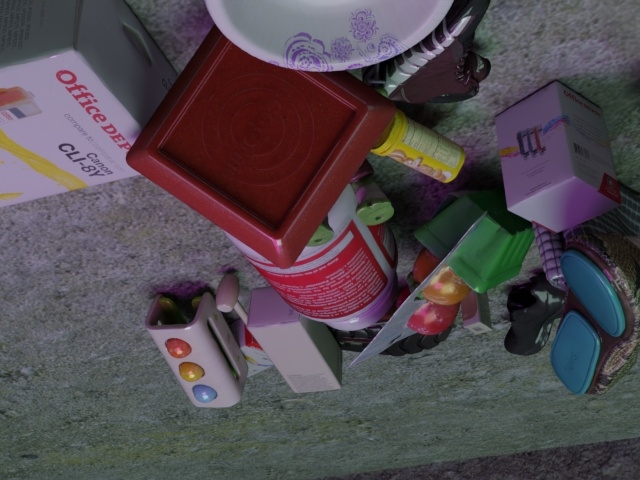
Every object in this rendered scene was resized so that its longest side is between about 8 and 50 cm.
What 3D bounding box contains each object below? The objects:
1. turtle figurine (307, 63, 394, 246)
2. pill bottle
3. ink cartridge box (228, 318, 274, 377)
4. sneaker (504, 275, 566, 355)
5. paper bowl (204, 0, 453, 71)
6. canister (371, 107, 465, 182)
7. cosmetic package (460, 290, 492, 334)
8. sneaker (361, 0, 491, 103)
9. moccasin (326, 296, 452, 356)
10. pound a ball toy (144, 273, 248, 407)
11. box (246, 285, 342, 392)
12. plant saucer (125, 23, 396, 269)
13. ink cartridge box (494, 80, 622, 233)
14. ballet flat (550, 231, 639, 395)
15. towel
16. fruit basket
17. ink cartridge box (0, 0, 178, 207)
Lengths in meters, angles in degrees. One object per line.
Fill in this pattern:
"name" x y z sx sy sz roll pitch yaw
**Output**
"turtle figurine" -0.009 -0.148 1.223 0.198 0.266 0.274 -8 156 -24
"pill bottle" 0.000 0.000 1.546 0.229 0.229 0.407 -12 150 14
"ink cartridge box" -0.154 0.240 2.118 0.134 0.078 0.231 23 141 -39
"sneaker" 0.462 0.157 2.031 0.130 0.109 0.286 10 139 -11
"paper bowl" 0.009 -0.332 1.032 0.284 0.148 0.284 -3 151 -2
"canister" 0.126 -0.154 1.397 0.170 0.126 0.073 20 100 -40
"cosmetic package" 0.328 0.135 1.942 0.041 0.115 0.060 -21 145 31
"sneaker" 0.184 -0.268 1.235 0.163 0.106 0.281 5 161 -25
"moccasin" 0.093 0.169 1.974 0.380 0.147 0.139 -4 137 8
"pound a ball toy" -0.235 0.226 1.943 0.208 0.135 0.319 -3 135 18
"box" -0.045 0.199 1.818 0.113 0.094 0.275 -7 142 15
"plant saucer" -0.077 -0.136 1.152 0.259 0.258 0.048 34 -179 1
"ink cartridge box" 0.364 -0.127 1.413 0.128 0.176 0.127 21 145 -36
"ballet flat" 0.460 0.093 1.418 0.182 0.164 0.483 -31 150 -8
"towel" 0.484 -0.004 1.592 0.284 0.235 0.121 23 136 -39
"fruit basket" 0.211 0.063 1.620 0.353 0.165 0.327 -47 164 26
"ink cartridge box" -0.420 -0.189 1.230 0.385 0.160 0.279 -12 150 14
